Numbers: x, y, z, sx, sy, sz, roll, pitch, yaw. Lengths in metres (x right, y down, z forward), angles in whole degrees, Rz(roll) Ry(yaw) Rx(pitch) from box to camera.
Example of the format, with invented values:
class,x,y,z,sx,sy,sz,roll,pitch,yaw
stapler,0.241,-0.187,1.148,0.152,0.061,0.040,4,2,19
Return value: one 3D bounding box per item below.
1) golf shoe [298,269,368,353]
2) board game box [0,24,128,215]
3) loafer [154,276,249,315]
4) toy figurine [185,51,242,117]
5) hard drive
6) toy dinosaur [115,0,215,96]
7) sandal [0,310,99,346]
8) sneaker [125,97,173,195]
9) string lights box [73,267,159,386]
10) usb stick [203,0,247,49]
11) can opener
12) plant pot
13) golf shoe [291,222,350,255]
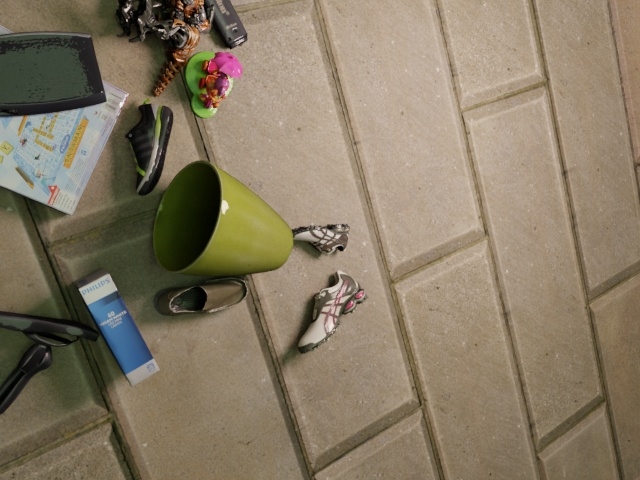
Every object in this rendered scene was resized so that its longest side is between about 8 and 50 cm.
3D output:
class,x,y,z,sx,sy,sz,roll,pitch,yaw
golf shoe,0.012,0.210,1.655,0.120,0.105,0.273,47,64,-6
board game box,-0.644,-0.263,1.263,0.317,0.066,0.319,27,79,-28
loafer,-0.294,0.152,1.471,0.251,0.087,0.095,-13,99,-28
toy figurine,-0.257,-0.401,1.419,0.130,0.159,0.173,13,87,-29
hard drive,-0.600,-0.361,1.213,0.254,0.054,0.172,-15,99,-29
toy dinosaur,-0.357,-0.518,1.369,0.218,0.164,0.322,4,87,-44
sandal,-0.634,0.203,1.286,0.254,0.097,0.055,12,86,-18
sneaker,-0.431,-0.228,1.394,0.097,0.084,0.235,13,85,-5
string lights box,-0.482,0.201,1.343,0.076,0.133,0.260,-29,107,-23
usb stick,-0.278,-0.631,1.458,0.077,0.045,0.278,-40,112,-32
can opener,-0.679,0.307,1.287,0.186,0.059,0.073,-53,142,-6
plant pot,-0.216,-0.022,1.428,0.293,0.274,0.275,20,83,-44
golf shoe,0.000,0.000,1.635,0.198,0.077,0.094,-3,95,-28
